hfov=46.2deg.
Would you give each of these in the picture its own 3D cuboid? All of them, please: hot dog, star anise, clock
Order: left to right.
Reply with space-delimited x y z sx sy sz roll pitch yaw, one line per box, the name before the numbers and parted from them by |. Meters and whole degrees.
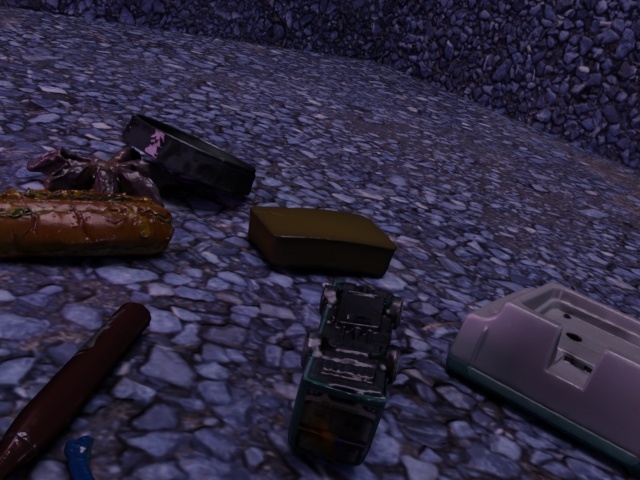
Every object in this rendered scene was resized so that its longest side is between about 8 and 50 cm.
hot dog | -0.307 -0.020 0.919 0.269 0.072 0.115 -1 34 -37
star anise | -0.305 -0.092 1.105 0.208 0.063 0.172 -5 30 -42
clock | -0.209 -0.141 1.221 0.226 0.049 0.226 26 8 -4
clock | 0.317 0.136 0.881 0.262 0.116 0.231 28 24 28

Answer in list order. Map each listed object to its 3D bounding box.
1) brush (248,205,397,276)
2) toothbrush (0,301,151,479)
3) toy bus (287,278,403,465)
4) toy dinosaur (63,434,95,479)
brush | 0.000 0.000 1.084 0.197 0.059 0.123 5 20 -26
toothbrush | -0.218 0.137 0.618 0.041 0.040 0.364 16 21 3
toy bus | 0.029 0.116 0.745 0.091 0.109 0.261 15 19 5
toy dinosaur | -0.146 0.211 0.441 0.145 0.076 0.329 9 18 4
